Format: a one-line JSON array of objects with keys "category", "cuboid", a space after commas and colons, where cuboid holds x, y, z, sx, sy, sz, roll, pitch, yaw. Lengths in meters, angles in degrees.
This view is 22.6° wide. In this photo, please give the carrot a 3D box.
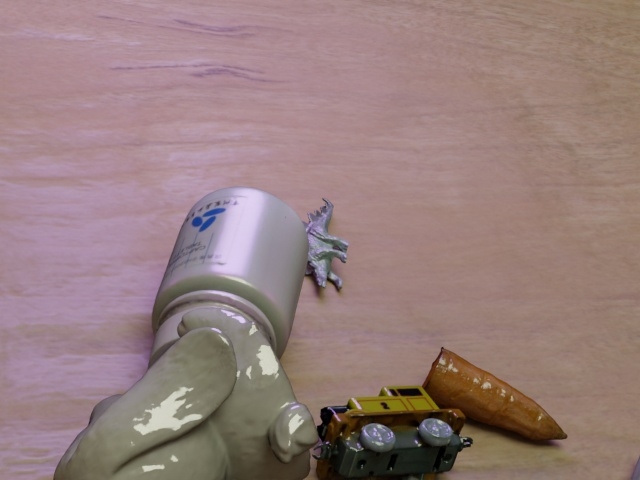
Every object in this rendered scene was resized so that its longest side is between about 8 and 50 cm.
[{"category": "carrot", "cuboid": [0.225, 0.211, 2.050, 0.205, 0.072, 0.072, 28, 35, -7]}]

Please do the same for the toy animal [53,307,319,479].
[{"category": "toy animal", "cuboid": [-0.154, 0.227, 1.691, 0.265, 0.272, 0.206, -23, 30, -26]}]

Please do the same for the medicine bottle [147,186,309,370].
[{"category": "medicine bottle", "cuboid": [-0.113, 0.077, 1.939, 0.170, 0.170, 0.293, 19, 36, -6]}]

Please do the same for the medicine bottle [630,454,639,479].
[{"category": "medicine bottle", "cuboid": [0.400, 0.334, 1.981, 0.059, 0.059, 0.231, 29, 37, 8]}]

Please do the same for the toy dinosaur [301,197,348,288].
[{"category": "toy dinosaur", "cuboid": [0.001, -0.002, 2.211, 0.082, 0.039, 0.209, 17, 36, -6]}]

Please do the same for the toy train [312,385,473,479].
[{"category": "toy train", "cuboid": [0.078, 0.234, 1.917, 0.219, 0.089, 0.127, 0, 32, -28]}]
